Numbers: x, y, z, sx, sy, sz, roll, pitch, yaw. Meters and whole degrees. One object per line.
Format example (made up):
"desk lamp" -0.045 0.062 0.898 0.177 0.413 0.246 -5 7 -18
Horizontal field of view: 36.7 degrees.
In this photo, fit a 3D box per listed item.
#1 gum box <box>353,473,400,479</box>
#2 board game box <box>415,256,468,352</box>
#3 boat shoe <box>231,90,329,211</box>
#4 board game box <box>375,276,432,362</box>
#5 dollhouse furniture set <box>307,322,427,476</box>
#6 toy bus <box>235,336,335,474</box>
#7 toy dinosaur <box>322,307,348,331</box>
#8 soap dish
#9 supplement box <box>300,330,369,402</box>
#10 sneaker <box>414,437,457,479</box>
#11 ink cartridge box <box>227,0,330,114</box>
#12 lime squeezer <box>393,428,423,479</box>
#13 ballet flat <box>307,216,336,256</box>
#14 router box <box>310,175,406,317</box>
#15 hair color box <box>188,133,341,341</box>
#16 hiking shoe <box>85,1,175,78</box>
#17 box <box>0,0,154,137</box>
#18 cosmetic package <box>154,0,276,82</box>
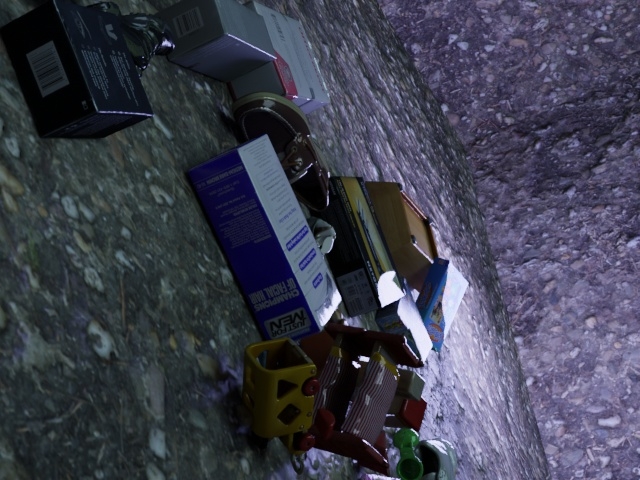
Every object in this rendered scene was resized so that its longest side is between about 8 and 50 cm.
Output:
"gum box" 0.099 0.485 1.738 0.188 0.062 0.107 33 39 -61
"board game box" 0.306 0.170 2.533 0.160 0.047 0.210 44 67 -53
"boat shoe" -0.066 -0.165 1.920 0.342 0.123 0.123 53 21 -55
"board game box" 0.197 0.205 2.341 0.194 0.060 0.194 68 19 -4
"dollhouse furniture set" 0.110 0.313 1.715 0.374 0.152 0.201 50 55 -52
"toy bus" -0.072 0.248 1.446 0.104 0.191 0.202 -7 70 -27
"toy dinosaur" 0.038 0.175 1.913 0.211 0.064 0.112 66 17 -9
"soap dish" 0.218 -0.010 2.552 0.291 0.118 0.228 40 33 -53
"supplement box" 0.047 0.243 1.840 0.233 0.080 0.078 44 32 -57
"sneaker" 0.263 0.556 2.108 0.121 0.099 0.262 26 37 -54
"ink cartridge box" -0.102 -0.369 2.036 0.207 0.117 0.283 69 18 3
"lime squeezer" 0.183 0.471 2.043 0.109 0.059 0.310 96 -8 -46
"ballet flat" 0.000 0.000 1.994 0.072 0.068 0.213 63 18 -17
"router box" 0.083 0.009 2.200 0.308 0.081 0.243 70 18 3
"hair color box" -0.090 -0.002 1.678 0.338 0.110 0.185 64 17 -7
"hiking shoe" -0.297 -0.290 1.480 0.227 0.086 0.114 -5 88 -66
"box" -0.320 -0.223 1.286 0.155 0.093 0.158 69 19 2
"cosmetic package" -0.189 -0.376 1.787 0.238 0.127 0.107 6 63 -68
